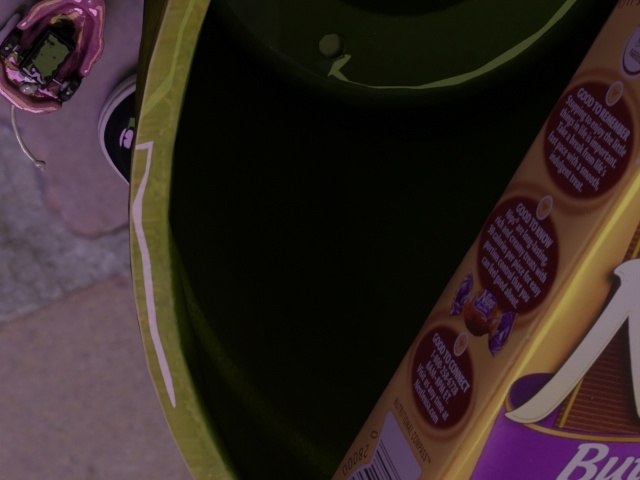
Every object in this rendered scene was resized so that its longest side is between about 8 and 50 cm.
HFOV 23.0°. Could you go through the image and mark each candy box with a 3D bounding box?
[{"bbox_3d":[0.084,0.037,0.409,0.109,0.053,0.186,21,107,-24],"label":"candy box"}]

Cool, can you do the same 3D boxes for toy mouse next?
[{"bbox_3d":[-0.134,-0.114,0.682,0.143,0.031,0.161,-30,110,2],"label":"toy mouse"}]

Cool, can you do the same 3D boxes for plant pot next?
[{"bbox_3d":[0.088,-0.092,0.579,0.367,0.353,0.366,-6,117,-13],"label":"plant pot"}]

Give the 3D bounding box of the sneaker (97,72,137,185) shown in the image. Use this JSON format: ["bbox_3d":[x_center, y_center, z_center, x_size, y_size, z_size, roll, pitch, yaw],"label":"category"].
[{"bbox_3d":[0.000,0.000,0.734,0.217,0.121,0.079,31,104,-27],"label":"sneaker"}]

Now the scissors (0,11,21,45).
[{"bbox_3d":[-0.232,0.017,0.733,0.109,0.021,0.297,15,112,-23],"label":"scissors"}]
